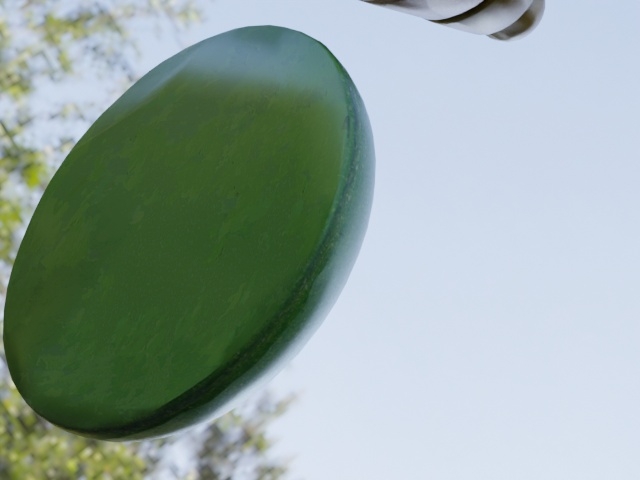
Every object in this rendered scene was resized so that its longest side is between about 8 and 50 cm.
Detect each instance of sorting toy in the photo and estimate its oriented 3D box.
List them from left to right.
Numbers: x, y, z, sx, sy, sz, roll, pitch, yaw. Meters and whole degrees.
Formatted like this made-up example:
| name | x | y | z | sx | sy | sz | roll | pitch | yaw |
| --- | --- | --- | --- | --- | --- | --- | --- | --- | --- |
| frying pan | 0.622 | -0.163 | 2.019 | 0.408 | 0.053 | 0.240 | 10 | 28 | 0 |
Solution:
| name | x | y | z | sx | sy | sz | roll | pitch | yaw |
| --- | --- | --- | --- | --- | --- | --- | --- | --- | --- |
| sorting toy | 0.000 | 0.000 | 0.490 | 0.127 | 0.365 | 0.126 | -6 | -33 | 42 |
